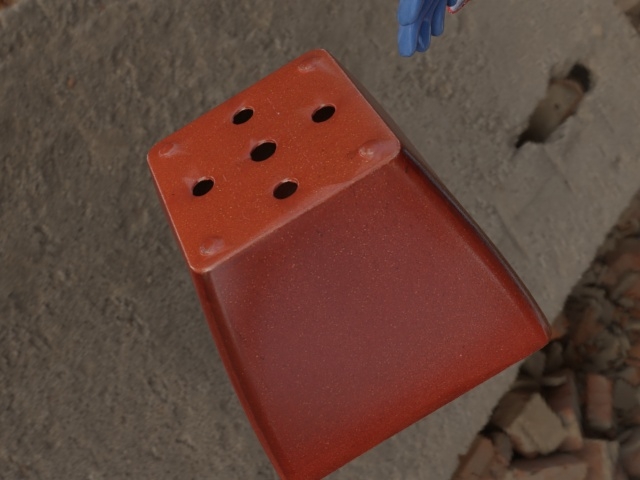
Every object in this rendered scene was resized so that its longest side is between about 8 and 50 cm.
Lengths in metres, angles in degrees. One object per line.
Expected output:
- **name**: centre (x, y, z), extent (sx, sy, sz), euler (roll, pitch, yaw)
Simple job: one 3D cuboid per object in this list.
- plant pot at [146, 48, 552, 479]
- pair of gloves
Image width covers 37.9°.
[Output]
- **plant pot**: centre (0.000, 0.000, 0.809), extent (0.236, 0.267, 0.267), euler (59, 0, -43)
- **pair of gloves**: centre (0.117, -0.222, 0.678), extent (0.023, 0.159, 0.198), euler (34, 42, 13)
